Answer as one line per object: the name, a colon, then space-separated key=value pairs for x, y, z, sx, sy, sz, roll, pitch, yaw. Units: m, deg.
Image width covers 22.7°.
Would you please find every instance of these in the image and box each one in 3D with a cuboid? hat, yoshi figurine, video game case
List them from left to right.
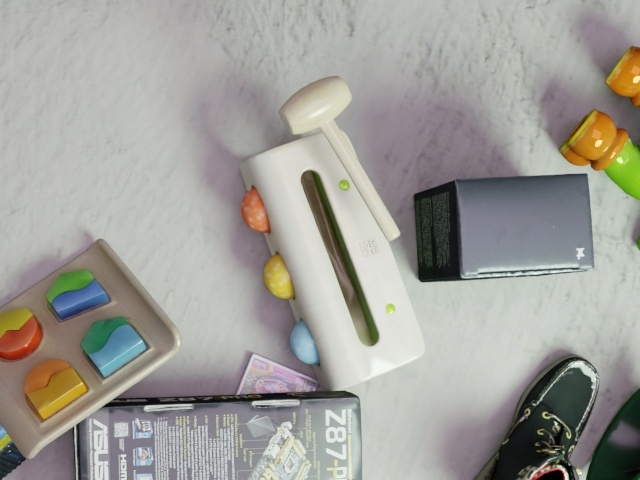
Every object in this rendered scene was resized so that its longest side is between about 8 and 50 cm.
video game case: x=-0.061 y=0.201 z=1.819 sx=0.087 sy=0.011 sz=0.122 roll=24 pitch=83 yaw=-9
hat: x=0.434 y=0.264 z=1.830 sx=0.183 sy=0.173 sz=0.208 roll=33 pitch=86 yaw=-10
yoshi figurine: x=0.473 y=-0.069 z=1.882 sx=0.362 sy=0.203 sz=0.203 roll=33 pitch=46 yaw=5

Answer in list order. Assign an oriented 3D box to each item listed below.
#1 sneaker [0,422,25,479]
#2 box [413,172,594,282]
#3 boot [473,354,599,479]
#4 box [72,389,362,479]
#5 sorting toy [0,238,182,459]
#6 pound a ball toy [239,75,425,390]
sneaker: x=-0.403 y=0.248 z=1.732 sx=0.209 sy=0.069 sz=0.082 roll=-41 pitch=67 yaw=-4
box: x=0.201 y=-0.011 z=1.781 sx=0.153 sy=0.207 sz=0.108 roll=-3 pitch=87 yaw=-11
boot: x=0.262 y=0.236 z=1.792 sx=0.085 sy=0.178 sz=0.236 roll=36 pitch=82 yaw=-6
box: x=-0.110 y=0.367 z=1.750 sx=0.318 sy=0.097 sz=0.395 roll=-2 pitch=90 yaw=-9
sorting toy: x=-0.277 y=0.109 z=1.714 sx=0.208 sy=0.038 sz=0.193 roll=-37 pitch=52 yaw=-9
pound a ball toy: x=0.000 y=0.000 z=1.743 sx=0.135 sy=0.208 sz=0.319 roll=-21 pitch=91 yaw=-11
